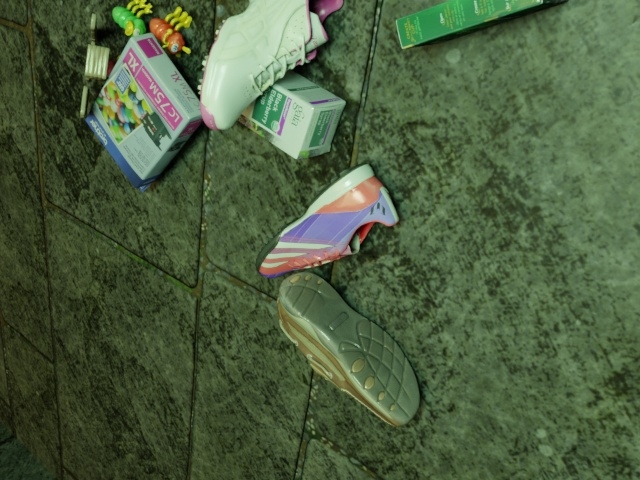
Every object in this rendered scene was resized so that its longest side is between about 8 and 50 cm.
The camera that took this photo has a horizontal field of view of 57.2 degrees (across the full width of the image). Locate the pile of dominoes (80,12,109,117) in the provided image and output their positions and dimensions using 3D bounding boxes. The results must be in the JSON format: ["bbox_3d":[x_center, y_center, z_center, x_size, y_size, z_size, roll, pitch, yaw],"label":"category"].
[{"bbox_3d":[-0.462,-0.350,1.212,0.251,0.040,0.196,-149,68,-67],"label":"pile of dominoes"}]

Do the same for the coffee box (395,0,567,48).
[{"bbox_3d":[0.201,-0.287,0.737,0.184,0.113,0.040,-5,105,39],"label":"coffee box"}]

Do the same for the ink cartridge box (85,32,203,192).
[{"bbox_3d":[-0.362,-0.234,1.167,0.186,0.065,0.311,54,135,0],"label":"ink cartridge box"}]

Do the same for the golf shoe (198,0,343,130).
[{"bbox_3d":[-0.073,-0.294,0.882,0.140,0.115,0.306,24,83,14],"label":"golf shoe"}]

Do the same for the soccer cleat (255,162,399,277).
[{"bbox_3d":[0.000,0.000,1.010,0.318,0.108,0.116,-41,83,38],"label":"soccer cleat"}]

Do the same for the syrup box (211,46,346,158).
[{"bbox_3d":[-0.082,-0.239,0.992,0.237,0.096,0.093,37,125,24],"label":"syrup box"}]

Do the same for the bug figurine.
[{"bbox_3d":[-0.362,-0.356,1.191,0.216,0.072,0.279,42,128,20],"label":"bug figurine"}]

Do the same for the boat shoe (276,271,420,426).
[{"bbox_3d":[0.043,0.198,1.046,0.324,0.123,0.116,48,140,18],"label":"boat shoe"}]
